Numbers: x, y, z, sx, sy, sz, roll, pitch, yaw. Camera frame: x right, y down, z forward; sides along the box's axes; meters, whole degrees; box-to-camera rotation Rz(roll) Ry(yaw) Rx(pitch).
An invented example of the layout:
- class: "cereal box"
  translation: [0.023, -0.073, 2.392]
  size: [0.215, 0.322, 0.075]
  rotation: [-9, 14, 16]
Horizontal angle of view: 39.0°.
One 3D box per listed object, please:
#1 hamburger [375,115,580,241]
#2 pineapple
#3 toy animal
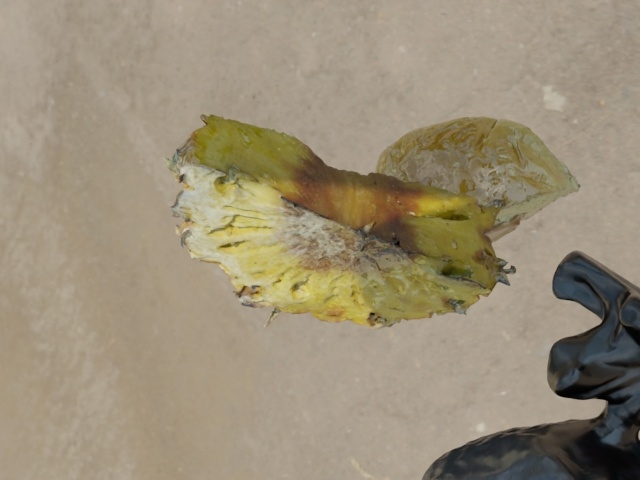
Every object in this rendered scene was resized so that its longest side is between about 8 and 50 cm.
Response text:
- class: "hamburger"
  translation: [0.158, -0.068, 0.981]
  size: [0.208, 0.135, 0.155]
  rotation: [-22, 80, 53]
- class: "pineapple"
  translation: [0.000, 0.001, 0.607]
  size: [0.135, 0.233, 0.079]
  rotation: [123, 160, -48]
- class: "toy animal"
  translation: [0.101, 0.122, 0.367]
  size: [0.210, 0.121, 0.117]
  rotation: [-54, 19, 25]
